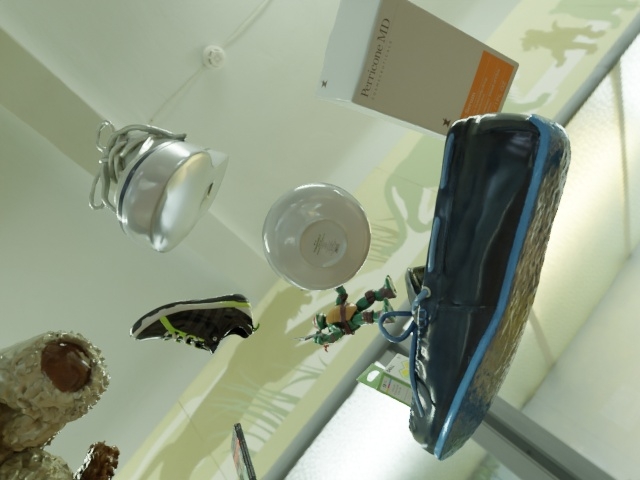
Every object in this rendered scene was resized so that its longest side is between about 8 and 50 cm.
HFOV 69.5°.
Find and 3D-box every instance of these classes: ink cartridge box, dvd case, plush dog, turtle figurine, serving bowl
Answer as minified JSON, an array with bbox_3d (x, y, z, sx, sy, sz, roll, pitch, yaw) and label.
[{"bbox_3d":[0.205,0.336,1.108,0.109,0.209,0.062,-21,-53,-59],"label":"ink cartridge box"},{"bbox_3d":[-0.117,0.358,0.715,0.013,0.119,0.087,-7,-46,-23],"label":"dvd case"},{"bbox_3d":[-0.332,0.238,0.447,0.262,0.211,0.225,-33,-75,-49],"label":"plush dog"},{"bbox_3d":[0.050,0.155,1.012,0.234,0.175,0.118,-18,-40,23],"label":"turtle figurine"},{"bbox_3d":[0.000,0.000,0.337,0.083,0.027,0.083,-2,-78,-11],"label":"serving bowl"}]

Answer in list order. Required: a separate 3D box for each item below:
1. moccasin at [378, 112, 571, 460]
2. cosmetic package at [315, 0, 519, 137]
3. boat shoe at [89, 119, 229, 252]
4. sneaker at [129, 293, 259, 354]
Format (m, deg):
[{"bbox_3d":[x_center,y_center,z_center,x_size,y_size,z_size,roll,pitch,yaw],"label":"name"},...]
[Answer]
[{"bbox_3d":[0.146,0.046,0.468,0.138,0.117,0.341,3,-75,-50],"label":"moccasin"},{"bbox_3d":[0.237,-0.380,1.083,0.453,0.161,0.230,7,-73,-34],"label":"cosmetic package"},{"bbox_3d":[-0.223,-0.094,0.597,0.157,0.367,0.135,21,-76,-8],"label":"boat shoe"},{"bbox_3d":[-0.220,0.162,0.844,0.235,0.097,0.084,-9,-23,-32],"label":"sneaker"}]
